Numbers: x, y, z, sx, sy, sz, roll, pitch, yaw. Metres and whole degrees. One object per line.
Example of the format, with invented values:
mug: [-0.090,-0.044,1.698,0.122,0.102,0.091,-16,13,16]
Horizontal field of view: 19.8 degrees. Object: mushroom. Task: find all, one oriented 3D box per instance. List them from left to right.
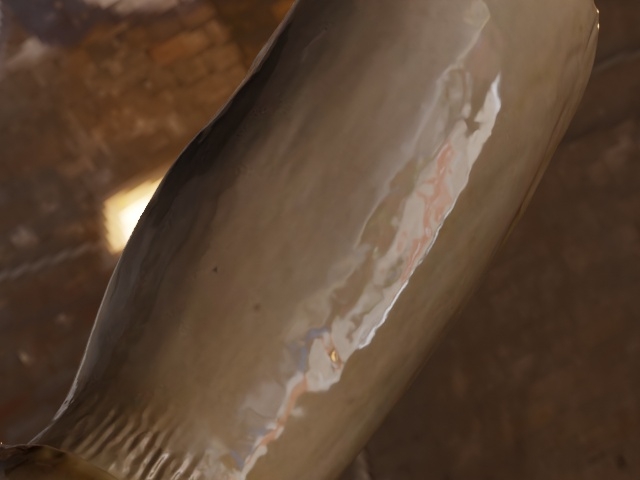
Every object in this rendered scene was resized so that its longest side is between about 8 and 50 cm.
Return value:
mushroom: [0.004,-0.006,0.761,0.407,0.137,0.154,-58,180,-32]
